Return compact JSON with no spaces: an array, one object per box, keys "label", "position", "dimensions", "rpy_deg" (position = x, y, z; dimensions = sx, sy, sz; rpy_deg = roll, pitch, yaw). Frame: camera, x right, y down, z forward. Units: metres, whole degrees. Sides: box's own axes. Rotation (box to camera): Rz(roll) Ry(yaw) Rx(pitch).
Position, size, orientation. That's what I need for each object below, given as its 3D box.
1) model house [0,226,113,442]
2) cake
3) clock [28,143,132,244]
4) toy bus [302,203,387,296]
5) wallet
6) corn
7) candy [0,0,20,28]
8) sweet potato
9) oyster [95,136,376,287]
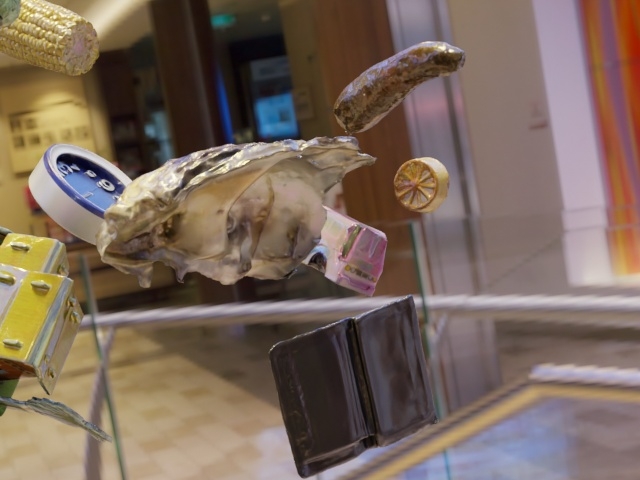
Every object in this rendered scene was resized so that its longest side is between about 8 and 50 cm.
[{"label":"model house","position":[-0.436,0.142,1.993],"dimensions":[0.340,0.300,0.324],"rpy_deg":[33,-25,-27]},{"label":"cake","position":[0.151,-0.082,1.822],"dimensions":[0.084,0.084,0.044],"rpy_deg":[-6,-3,34]},{"label":"clock","position":[-0.438,-0.084,2.332],"dimensions":[0.083,0.230,0.230],"rpy_deg":[-49,-10,20]},{"label":"toy bus","position":[0.001,0.000,2.017],"dimensions":[0.090,0.112,0.274],"rpy_deg":[22,4,-37]},{"label":"wallet","position":[0.063,0.252,2.103],"dimensions":[0.323,0.247,0.041],"rpy_deg":[-17,11,-34]},{"label":"corn","position":[-0.404,-0.293,1.686],"dimensions":[0.244,0.093,0.093],"rpy_deg":[28,27,33]},{"label":"candy","position":[-0.373,-0.297,1.267],"dimensions":[0.061,0.061,0.202],"rpy_deg":[-9,-37,14]},{"label":"sweet potato","position":[0.104,-0.222,1.720],"dimensions":[0.075,0.075,0.273],"rpy_deg":[-14,-9,-38]},{"label":"oyster","position":[-0.084,-0.039,1.342],"dimensions":[0.100,0.275,0.271],"rpy_deg":[42,1,43]}]
